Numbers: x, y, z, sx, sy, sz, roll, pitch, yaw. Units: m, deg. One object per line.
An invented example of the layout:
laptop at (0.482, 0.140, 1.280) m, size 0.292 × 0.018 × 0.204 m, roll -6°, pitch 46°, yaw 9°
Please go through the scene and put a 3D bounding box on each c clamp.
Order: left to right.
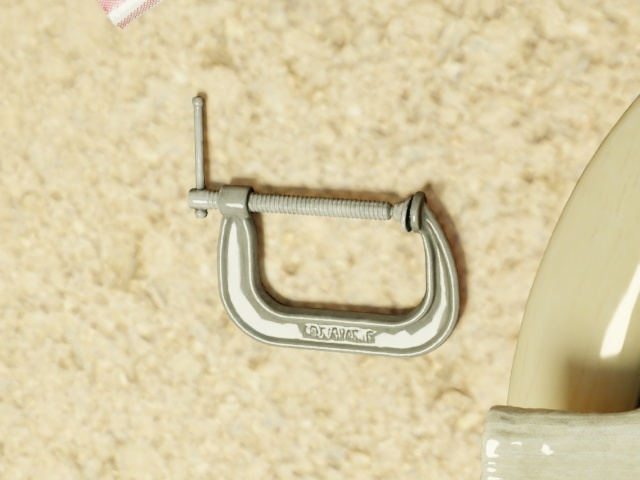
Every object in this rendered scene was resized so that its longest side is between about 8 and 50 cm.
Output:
c clamp at (0.000, 0.000, 0.942) m, size 0.161 × 0.022 × 0.137 m, roll 10°, pitch 110°, yaw 14°

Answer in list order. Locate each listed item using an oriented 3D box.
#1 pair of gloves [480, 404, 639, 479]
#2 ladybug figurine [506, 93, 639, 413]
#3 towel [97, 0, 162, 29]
pair of gloves at (0.184, 0.165, 0.753) m, size 0.204 × 0.042 × 0.240 m, roll -9°, pitch 106°, yaw 17°
ladybug figurine at (0.246, 0.076, 0.815) m, size 0.305 × 0.162 × 0.449 m, roll 18°, pitch 112°, yaw 11°
towel at (-0.113, -0.228, 0.902) m, size 0.144 × 0.029 × 0.197 m, roll -36°, pitch 97°, yaw 24°
